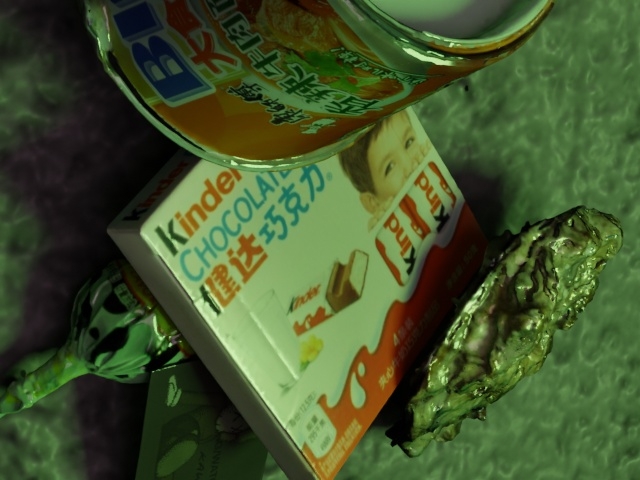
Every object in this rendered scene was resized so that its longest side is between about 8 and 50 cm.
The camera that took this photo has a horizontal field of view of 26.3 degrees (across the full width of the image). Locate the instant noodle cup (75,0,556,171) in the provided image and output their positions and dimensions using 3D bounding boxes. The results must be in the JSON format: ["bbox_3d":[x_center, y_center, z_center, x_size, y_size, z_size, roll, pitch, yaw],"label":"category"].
[{"bbox_3d":[0.013,-0.203,0.889,0.296,0.214,0.296,7,77,-35],"label":"instant noodle cup"}]

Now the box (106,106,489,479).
[{"bbox_3d":[0.000,0.000,1.036,0.273,0.048,0.265,-52,123,-31],"label":"box"}]

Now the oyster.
[{"bbox_3d":[0.151,0.075,1.133,0.260,0.092,0.198,-57,164,-5],"label":"oyster"}]

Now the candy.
[{"bbox_3d":[-0.217,0.121,0.983,0.305,0.083,0.091,-37,113,-9],"label":"candy"}]

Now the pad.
[{"bbox_3d":[-0.088,0.165,1.055,0.127,0.004,0.190,-12,126,-37],"label":"pad"}]
